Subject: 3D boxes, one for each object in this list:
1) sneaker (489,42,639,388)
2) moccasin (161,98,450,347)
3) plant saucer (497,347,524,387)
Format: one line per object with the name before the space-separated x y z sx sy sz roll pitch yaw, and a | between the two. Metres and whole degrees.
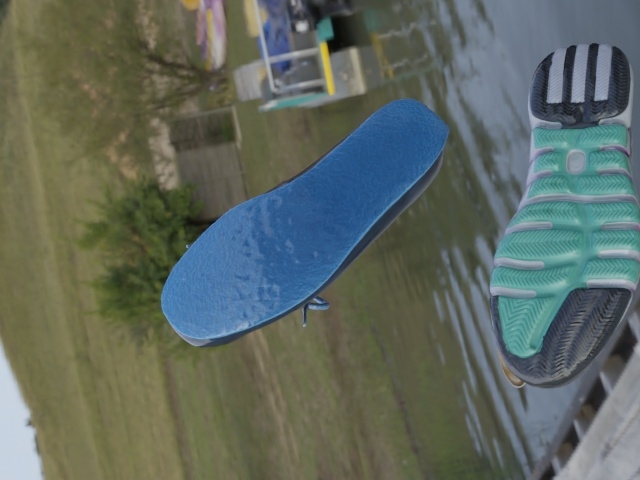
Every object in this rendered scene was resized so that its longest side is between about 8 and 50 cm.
sneaker | 0.164 -0.008 0.562 0.098 0.083 0.224 48 -127 -54
moccasin | 0.000 0.000 0.919 0.138 0.342 0.117 53 168 16
plant saucer | 0.212 0.115 0.971 0.083 0.015 0.084 176 90 -78
